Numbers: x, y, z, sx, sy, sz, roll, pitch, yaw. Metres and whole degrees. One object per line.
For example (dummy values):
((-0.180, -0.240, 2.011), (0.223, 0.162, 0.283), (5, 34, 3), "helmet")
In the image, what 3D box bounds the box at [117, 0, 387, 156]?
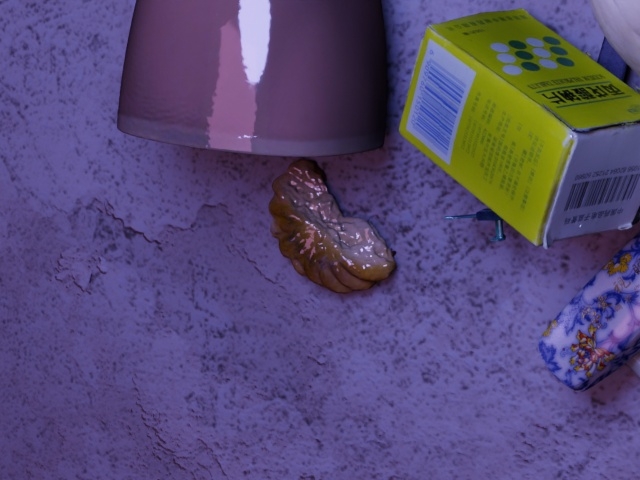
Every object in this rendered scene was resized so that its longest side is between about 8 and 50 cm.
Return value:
((-0.069, -0.214, 1.502), (0.301, 0.301, 0.216), (10, 104, 27), "box")

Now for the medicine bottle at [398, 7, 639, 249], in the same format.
((0.210, -0.118, 1.393), (0.250, 0.137, 0.141), (46, 133, 41), "medicine bottle")

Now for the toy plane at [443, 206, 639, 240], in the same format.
((0.252, -0.030, 1.480), (0.235, 0.096, 0.060), (-3, 102, 28), "toy plane")

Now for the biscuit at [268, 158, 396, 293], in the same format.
((0.000, 0.000, 1.654), (0.183, 0.061, 0.118), (44, 122, 12), "biscuit")

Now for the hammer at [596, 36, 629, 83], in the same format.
((0.323, -0.246, 1.413), (0.137, 0.037, 0.290), (23, 114, 23), "hammer")

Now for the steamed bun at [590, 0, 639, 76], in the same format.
((0.384, -0.212, 1.267), (0.290, 0.273, 0.272), (41, 125, 8), "steamed bun")

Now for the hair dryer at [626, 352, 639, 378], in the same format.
((0.394, 0.093, 1.468), (0.167, 0.067, 0.199), (25, 104, 28), "hair dryer")

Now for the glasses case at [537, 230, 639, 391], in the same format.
((0.334, 0.058, 1.457), (0.248, 0.065, 0.087), (-49, 58, 17), "glasses case")
